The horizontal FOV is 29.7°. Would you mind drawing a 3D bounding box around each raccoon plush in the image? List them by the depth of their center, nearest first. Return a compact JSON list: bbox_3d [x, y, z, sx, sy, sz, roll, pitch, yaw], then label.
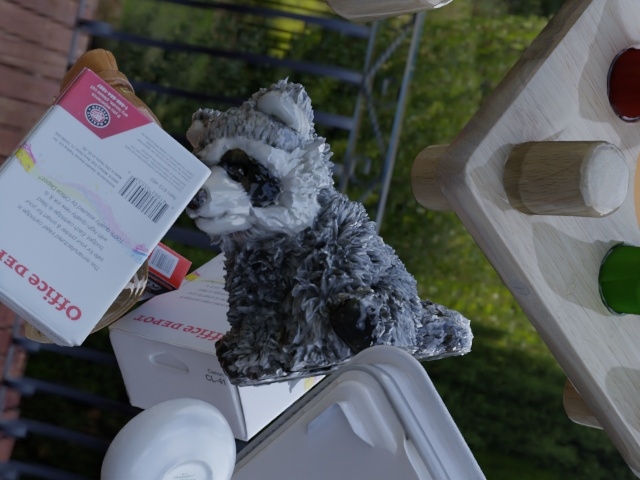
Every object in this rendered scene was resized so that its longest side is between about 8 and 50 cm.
[{"bbox_3d":[0.000,0.000,1.359,0.446,0.216,0.299,13,64,-67],"label":"raccoon plush"}]

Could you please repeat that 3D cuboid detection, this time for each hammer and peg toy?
[{"bbox_3d":[0.174,-0.075,0.657,0.266,0.127,0.361,-50,119,-24],"label":"hammer and peg toy"}]

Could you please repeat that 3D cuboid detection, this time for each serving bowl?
[{"bbox_3d":[-0.083,0.134,0.698,0.083,0.027,0.083,-15,122,-26],"label":"serving bowl"}]

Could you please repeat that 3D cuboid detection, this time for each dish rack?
[{"bbox_3d":[-0.001,0.274,0.984,0.333,0.285,0.072,-43,150,28],"label":"dish rack"}]

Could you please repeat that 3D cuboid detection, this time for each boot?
[{"bbox_3d":[-0.261,-0.046,1.293,0.109,0.220,0.283,1,136,-38],"label":"boot"}]

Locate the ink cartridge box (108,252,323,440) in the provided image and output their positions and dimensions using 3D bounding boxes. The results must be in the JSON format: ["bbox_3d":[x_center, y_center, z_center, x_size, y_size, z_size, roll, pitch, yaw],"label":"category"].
[{"bbox_3d":[-0.091,0.113,1.601,0.306,0.226,0.131,-36,124,-41],"label":"ink cartridge box"}]

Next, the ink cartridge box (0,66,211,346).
[{"bbox_3d":[-0.191,-0.023,0.929,0.175,0.127,0.072,-54,-164,-18],"label":"ink cartridge box"}]

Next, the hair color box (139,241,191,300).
[{"bbox_3d":[-0.230,0.038,1.541,0.141,0.072,0.043,-17,-136,58],"label":"hair color box"}]
